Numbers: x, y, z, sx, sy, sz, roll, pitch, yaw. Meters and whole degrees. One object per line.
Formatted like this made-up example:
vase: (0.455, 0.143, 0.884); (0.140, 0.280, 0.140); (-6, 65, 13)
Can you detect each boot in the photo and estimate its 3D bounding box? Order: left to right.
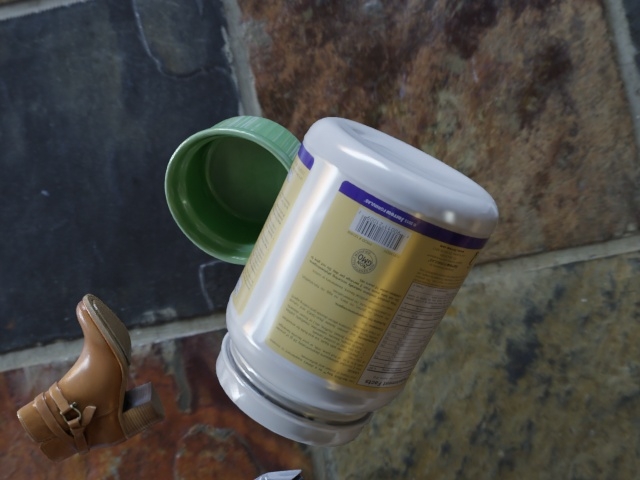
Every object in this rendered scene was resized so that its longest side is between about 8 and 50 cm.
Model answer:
boot: (-0.430, 0.251, 1.223); (0.220, 0.109, 0.283); (-22, 115, -3)

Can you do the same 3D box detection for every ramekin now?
ramekin: (-0.158, -0.115, 1.460); (0.303, 0.148, 0.303); (7, 120, 13)

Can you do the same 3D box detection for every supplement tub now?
supplement tub: (0.032, 0.048, 0.821); (0.241, 0.241, 0.331); (29, 107, 6)

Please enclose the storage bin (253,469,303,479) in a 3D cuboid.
storage bin: (-0.071, 0.416, 1.050); (0.098, 0.135, 0.091); (-25, 85, -39)
